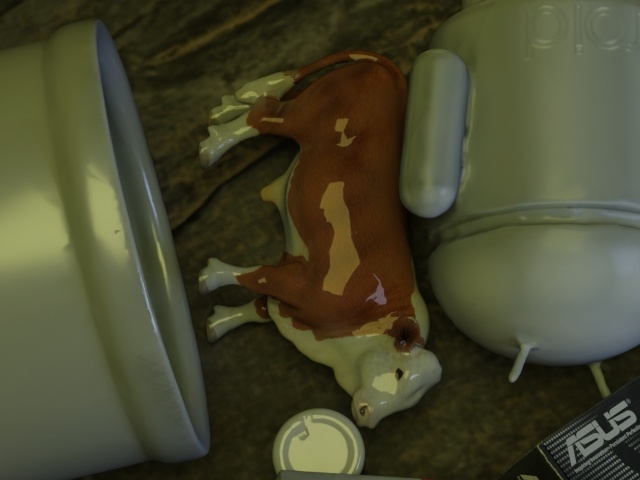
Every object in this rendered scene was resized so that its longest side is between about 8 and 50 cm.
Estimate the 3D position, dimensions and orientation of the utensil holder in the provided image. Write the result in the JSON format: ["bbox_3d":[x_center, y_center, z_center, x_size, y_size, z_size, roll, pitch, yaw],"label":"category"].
[{"bbox_3d":[-0.304,0.043,1.229,0.386,0.327,0.327,-14,75,-1],"label":"utensil holder"}]

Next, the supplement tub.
[{"bbox_3d":[0.000,0.170,1.298,0.071,0.107,0.071,0,75,1],"label":"supplement tub"}]

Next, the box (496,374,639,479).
[{"bbox_3d":[0.287,0.195,1.239,0.270,0.060,0.216,-24,73,-41],"label":"box"}]

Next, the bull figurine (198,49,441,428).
[{"bbox_3d":[0.000,0.000,1.347,0.189,0.101,0.310,-1,74,4],"label":"bull figurine"}]

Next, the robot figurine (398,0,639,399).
[{"bbox_3d":[0.181,-0.056,1.306,0.300,0.200,0.353,10,73,-32],"label":"robot figurine"}]

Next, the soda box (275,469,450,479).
[{"bbox_3d":[0.098,0.235,1.236,0.286,0.098,0.091,6,54,-14],"label":"soda box"}]
